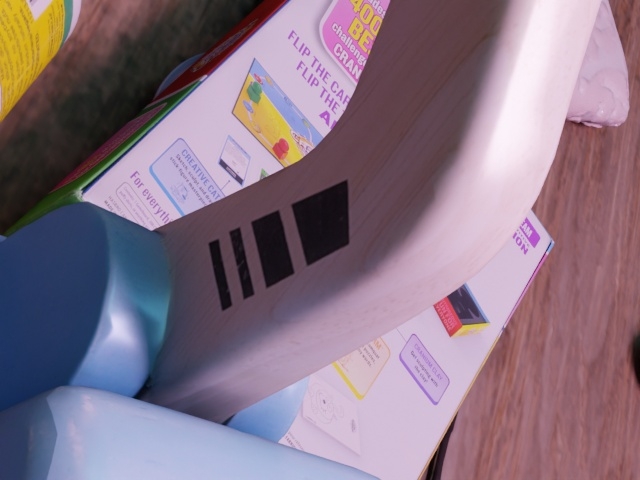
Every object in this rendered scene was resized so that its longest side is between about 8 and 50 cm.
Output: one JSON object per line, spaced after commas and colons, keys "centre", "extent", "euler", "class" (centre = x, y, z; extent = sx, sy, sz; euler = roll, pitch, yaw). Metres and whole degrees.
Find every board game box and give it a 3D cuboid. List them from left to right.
{"centre": [0.000, 0.000, 0.831], "extent": [0.242, 0.064, 0.316], "euler": [54, 40, -13], "class": "board game box"}

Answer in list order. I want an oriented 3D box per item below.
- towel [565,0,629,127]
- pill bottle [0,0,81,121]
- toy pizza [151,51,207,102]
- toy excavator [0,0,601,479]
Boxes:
{"centre": [0.107, -0.251, 1.139], "extent": [0.332, 0.053, 0.317], "euler": [5, 66, -47], "class": "towel"}
{"centre": [-0.201, -0.074, 0.657], "extent": [0.117, 0.118, 0.208], "euler": [47, 42, -21], "class": "pill bottle"}
{"centre": [-0.033, -0.018, 0.883], "extent": [0.201, 0.032, 0.201], "euler": [26, 53, -39], "class": "toy pizza"}
{"centre": [-0.044, 0.053, 0.509], "extent": [0.222, 0.445, 0.433], "euler": [25, 54, -39], "class": "toy excavator"}
